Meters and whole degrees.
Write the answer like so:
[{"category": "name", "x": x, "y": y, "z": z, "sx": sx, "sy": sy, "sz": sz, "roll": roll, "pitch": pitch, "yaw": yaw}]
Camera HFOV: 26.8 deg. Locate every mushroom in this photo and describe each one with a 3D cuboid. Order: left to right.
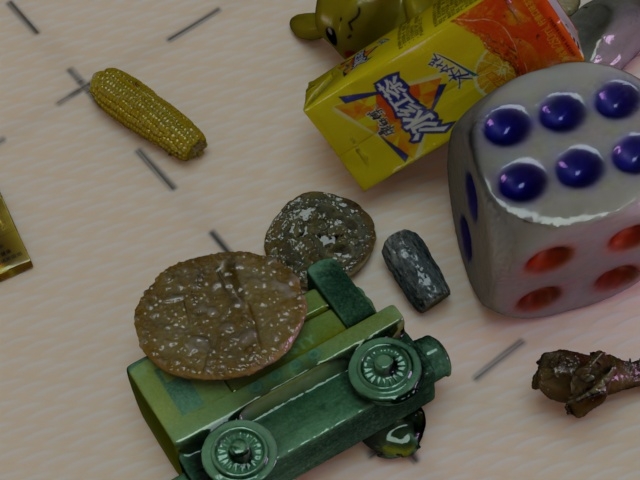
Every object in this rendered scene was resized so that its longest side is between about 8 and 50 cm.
[{"category": "mushroom", "x": 0.466, "y": -0.322, "z": 1.978, "sx": 0.270, "sy": 0.103, "sz": 0.118, "roll": -26, "pitch": 62, "yaw": -19}]

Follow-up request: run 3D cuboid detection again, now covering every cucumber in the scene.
[{"category": "cucumber", "x": 0.130, "y": 0.042, "z": 1.800, "sx": 0.064, "sy": 0.064, "sz": 0.112, "roll": -25, "pitch": 62, "yaw": -12}]

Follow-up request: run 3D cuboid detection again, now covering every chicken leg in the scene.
[{"category": "chicken leg", "x": 0.356, "y": 0.176, "z": 1.694, "sx": 0.196, "sy": 0.125, "sz": 0.080, "roll": 8, "pitch": 66, "yaw": -40}]

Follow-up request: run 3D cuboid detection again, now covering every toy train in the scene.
[{"category": "toy train", "x": -0.042, "y": 0.191, "z": 1.673, "sx": 0.397, "sy": 0.160, "sz": 0.253, "roll": -27, "pitch": 54, "yaw": -15}]

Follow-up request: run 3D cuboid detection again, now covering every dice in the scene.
[{"category": "dice", "x": 0.312, "y": -0.062, "z": 1.746, "sx": 0.259, "sy": 0.251, "sz": 0.243, "roll": -12, "pitch": 60, "yaw": -5}]

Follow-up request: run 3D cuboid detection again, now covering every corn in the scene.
[{"category": "corn", "x": -0.252, "y": -0.183, "z": 1.939, "sx": 0.206, "sy": 0.067, "sz": 0.067, "roll": 36, "pitch": 67, "yaw": 17}]

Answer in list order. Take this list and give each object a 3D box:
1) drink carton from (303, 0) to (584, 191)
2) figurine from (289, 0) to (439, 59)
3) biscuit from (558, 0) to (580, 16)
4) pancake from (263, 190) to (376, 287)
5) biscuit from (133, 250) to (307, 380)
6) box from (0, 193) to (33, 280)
[{"category": "drink carton", "x": 0.161, "y": -0.226, "z": 1.801, "sx": 0.351, "sy": 0.154, "sz": 0.111, "roll": -30, "pitch": 21, "yaw": 20}, {"category": "figurine", "x": 0.117, "y": -0.320, "z": 1.934, "sx": 0.327, "sy": 0.218, "sz": 0.169, "roll": 28, "pitch": 25, "yaw": 7}, {"category": "biscuit", "x": 0.315, "y": -0.356, "z": 2.010, "sx": 0.152, "sy": 0.020, "sz": 0.152, "roll": -3, "pitch": 31, "yaw": 2}, {"category": "pancake", "x": 0.000, "y": 0.000, "z": 1.849, "sx": 0.158, "sy": 0.028, "sz": 0.158, "roll": -2, "pitch": 58, "yaw": 3}, {"category": "biscuit", "x": -0.123, "y": 0.090, "z": 1.664, "sx": 0.220, "sy": 0.033, "sz": 0.220, "roll": -5, "pitch": 45, "yaw": 5}, {"category": "box", "x": -0.467, "y": -0.010, "z": 1.869, "sx": 0.089, "sy": 0.022, "sz": 0.156, "roll": -23, "pitch": 62, "yaw": -12}]
